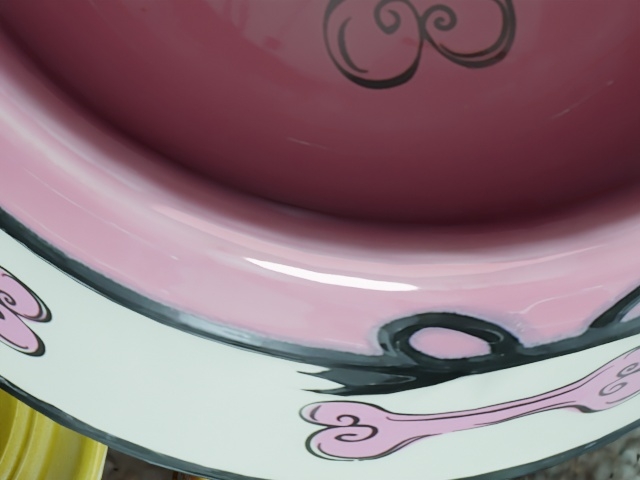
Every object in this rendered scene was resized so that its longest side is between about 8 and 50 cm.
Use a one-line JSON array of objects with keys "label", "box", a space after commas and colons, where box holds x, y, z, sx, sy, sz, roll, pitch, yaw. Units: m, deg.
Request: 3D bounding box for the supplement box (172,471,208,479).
[{"label": "supplement box", "box": [0.000, 0.000, 0.752, 0.080, 0.078, 0.233, 7, 96, -10]}]

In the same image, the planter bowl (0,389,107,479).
[{"label": "planter bowl", "box": [-0.186, 0.050, 0.720, 0.217, 0.090, 0.217, -1, 98, -9]}]

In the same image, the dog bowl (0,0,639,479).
[{"label": "dog bowl", "box": [0.017, -0.130, 0.630, 0.408, 0.150, 0.408, 2, 75, -7]}]
